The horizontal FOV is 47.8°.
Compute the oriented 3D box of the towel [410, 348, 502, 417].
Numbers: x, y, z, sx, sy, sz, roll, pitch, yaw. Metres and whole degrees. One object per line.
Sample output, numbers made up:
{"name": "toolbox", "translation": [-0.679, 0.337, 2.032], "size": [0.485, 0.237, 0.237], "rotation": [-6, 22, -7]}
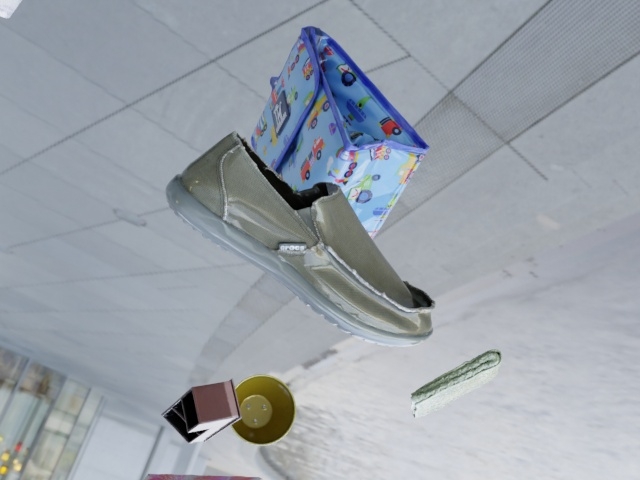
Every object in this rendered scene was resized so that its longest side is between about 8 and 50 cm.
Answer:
{"name": "towel", "translation": [0.196, 0.210, 1.045], "size": [0.027, 0.148, 0.110], "rotation": [60, 177, 25]}

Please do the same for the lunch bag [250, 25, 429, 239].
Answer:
{"name": "lunch bag", "translation": [-0.005, -0.150, 1.049], "size": [0.138, 0.293, 0.221], "rotation": [-1, 138, -32]}

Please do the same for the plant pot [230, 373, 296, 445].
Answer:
{"name": "plant pot", "translation": [-0.123, 0.338, 1.429], "size": [0.134, 0.134, 0.095], "rotation": [22, 160, -6]}

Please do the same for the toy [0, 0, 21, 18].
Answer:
{"name": "toy", "translation": [-0.311, -0.343, 0.812], "size": [0.056, 0.237, 0.137], "rotation": [43, -169, 9]}

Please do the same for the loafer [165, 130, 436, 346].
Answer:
{"name": "loafer", "translation": [0.000, 0.000, 0.584], "size": [0.251, 0.087, 0.094], "rotation": [32, -169, -14]}

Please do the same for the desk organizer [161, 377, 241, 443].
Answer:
{"name": "desk organizer", "translation": [-0.144, 0.207, 0.854], "size": [0.050, 0.047, 0.130], "rotation": [-3, 156, -31]}

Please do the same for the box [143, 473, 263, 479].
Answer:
{"name": "box", "translation": [-0.078, 0.372, 0.653], "size": [0.142, 0.154, 0.299], "rotation": [-10, 116, 32]}
